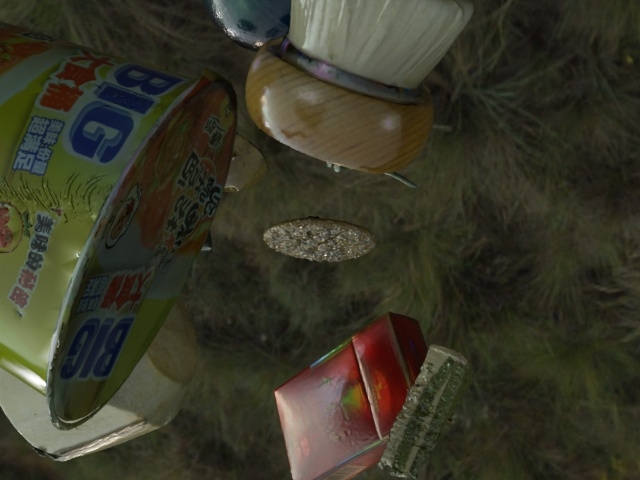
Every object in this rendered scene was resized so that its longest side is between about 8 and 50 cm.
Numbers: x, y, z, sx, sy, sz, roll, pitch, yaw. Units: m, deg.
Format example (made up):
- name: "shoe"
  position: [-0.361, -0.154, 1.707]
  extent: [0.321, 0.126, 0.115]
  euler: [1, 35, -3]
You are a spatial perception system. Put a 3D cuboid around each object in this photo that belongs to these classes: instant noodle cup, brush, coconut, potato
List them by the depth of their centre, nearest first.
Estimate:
- name: "instant noodle cup"
  position: [-0.153, -0.023, 0.443]
  extent: [0.152, 0.205, 0.205]
  euler: [25, 133, 7]
- name: "brush"
  position: [0.036, -0.182, 0.753]
  extent: [0.174, 0.267, 0.166]
  euler: [19, 111, -1]
- name: "coconut"
  position: [-0.363, 0.177, 1.248]
  extent: [0.322, 0.323, 0.323]
  euler: [6, 133, 7]
- name: "potato"
  position: [-0.291, -0.206, 2.116]
  extent: [0.299, 0.116, 0.239]
  euler: [24, 145, -10]

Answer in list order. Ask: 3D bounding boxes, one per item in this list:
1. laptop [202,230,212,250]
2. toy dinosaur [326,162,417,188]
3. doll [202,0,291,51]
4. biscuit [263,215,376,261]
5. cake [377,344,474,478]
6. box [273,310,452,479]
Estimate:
- name: "laptop"
  position: [-0.370, -0.096, 1.944]
  extent: [0.187, 0.269, 0.015]
  euler: [-3, 158, -23]
- name: "toy dinosaur"
  position: [0.097, -0.223, 2.070]
  extent: [0.147, 0.363, 0.077]
  euler: [-16, 131, -29]
- name: "doll"
  position: [-0.064, -0.378, 1.303]
  extent: [0.322, 0.198, 0.186]
  euler: [41, 108, -3]
- name: "biscuit"
  position: [0.000, -0.001, 1.527]
  extent: [0.219, 0.033, 0.220]
  euler: [3, 161, 1]
- name: "cake"
  position: [0.108, 0.178, 0.816]
  extent: [0.051, 0.140, 0.055]
  euler: [20, 163, 29]
- name: "box"
  position: [0.061, 0.287, 1.397]
  extent: [0.089, 0.198, 0.313]
  euler: [19, 134, -41]
